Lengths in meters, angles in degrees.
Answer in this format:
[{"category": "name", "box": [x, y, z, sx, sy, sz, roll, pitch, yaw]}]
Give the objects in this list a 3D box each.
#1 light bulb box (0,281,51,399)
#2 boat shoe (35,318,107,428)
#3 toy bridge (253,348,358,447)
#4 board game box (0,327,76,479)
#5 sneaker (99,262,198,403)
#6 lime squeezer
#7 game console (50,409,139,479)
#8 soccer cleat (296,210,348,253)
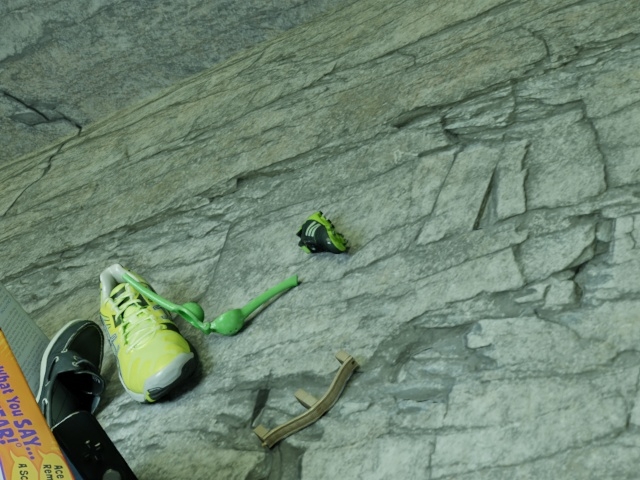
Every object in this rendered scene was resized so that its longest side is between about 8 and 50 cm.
[{"category": "light bulb box", "box": [-0.693, 0.249, 2.092, 0.358, 0.361, 0.225, -20, 27, 28]}, {"category": "boat shoe", "box": [-0.434, 0.267, 2.028, 0.113, 0.127, 0.340, -17, 32, 30]}, {"category": "toy bridge", "box": [-0.016, 0.238, 1.694, 0.188, 0.026, 0.063, -42, 27, -15]}, {"category": "board game box", "box": [-0.514, 0.348, 1.455, 0.357, 0.356, 0.356, -21, 53, -22]}, {"category": "sneaker", "box": [-0.330, 0.163, 2.060, 0.145, 0.147, 0.385, -36, 26, -8]}, {"category": "lime squeezer", "box": [-0.197, 0.110, 2.013, 0.311, 0.109, 0.059, 1, -6, 3]}, {"category": "game console", "box": [-0.401, 0.429, 1.667, 0.293, 0.250, 0.173, -35, -1, -2]}, {"category": "soccer cleat", "box": [0.000, 0.000, 2.064, 0.072, 0.060, 0.179, -44, 19, 2]}]
